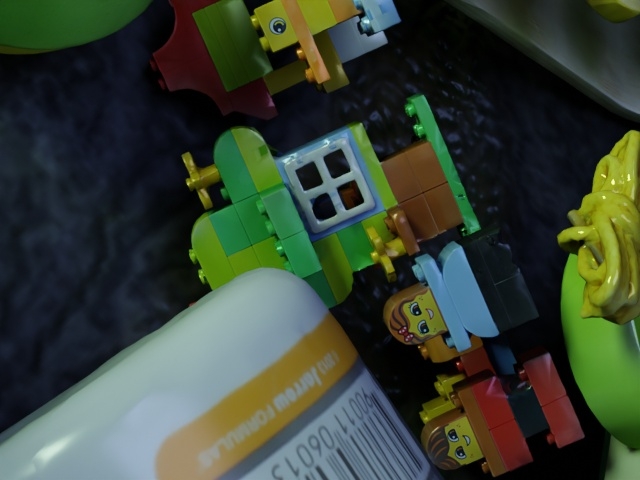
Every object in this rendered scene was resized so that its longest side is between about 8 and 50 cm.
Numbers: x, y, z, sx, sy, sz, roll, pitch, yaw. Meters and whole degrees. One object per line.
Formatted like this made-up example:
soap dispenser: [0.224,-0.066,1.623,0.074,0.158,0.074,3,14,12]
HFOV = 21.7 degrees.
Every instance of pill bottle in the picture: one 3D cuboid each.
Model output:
pill bottle: [0.002,0.160,0.452,0.162,0.162,0.278,-34,92,-40]

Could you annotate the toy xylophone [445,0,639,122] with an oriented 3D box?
toy xylophone: [0.087,-0.178,0.683,0.322,0.081,0.236,17,58,-45]

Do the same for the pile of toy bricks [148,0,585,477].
pile of toy bricks: [0.000,0.000,0.577,0.105,0.118,0.212,-24,96,-1]

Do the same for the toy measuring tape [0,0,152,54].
toy measuring tape: [-0.143,-0.099,0.505,0.330,0.121,0.121,-23,83,-33]

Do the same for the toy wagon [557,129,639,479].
toy wagon: [0.183,0.082,0.627,0.344,0.068,0.267,38,51,-32]
